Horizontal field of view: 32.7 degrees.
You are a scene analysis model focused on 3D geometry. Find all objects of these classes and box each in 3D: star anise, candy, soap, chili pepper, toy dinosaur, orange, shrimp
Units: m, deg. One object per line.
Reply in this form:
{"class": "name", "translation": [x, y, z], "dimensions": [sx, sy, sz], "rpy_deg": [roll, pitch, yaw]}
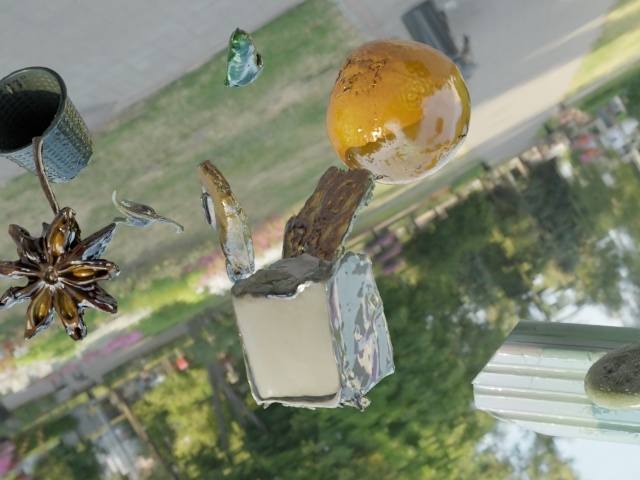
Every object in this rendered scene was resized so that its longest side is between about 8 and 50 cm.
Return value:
{"class": "star anise", "translation": [-0.310, 0.011, 1.333], "dimensions": [0.073, 0.177, 0.233], "rpy_deg": [-22, 133, -83]}
{"class": "candy", "translation": [-0.005, 0.116, 1.418], "dimensions": [0.185, 0.195, 0.137], "rpy_deg": [-7, -171, 40]}
{"class": "soap", "translation": [0.464, 0.261, 2.044], "dimensions": [0.347, 0.208, 0.115], "rpy_deg": [2, -149, 25]}
{"class": "chili pepper", "translation": [-0.169, -0.392, 2.330], "dimensions": [0.216, 0.062, 0.108], "rpy_deg": [73, 42, -78]}
{"class": "toy dinosaur", "translation": [-0.232, -0.034, 1.368], "dimensions": [0.058, 0.037, 0.180], "rpy_deg": [1, 176, 20]}
{"class": "orange", "translation": [0.128, -0.211, 1.816], "dimensions": [0.246, 0.246, 0.246], "rpy_deg": [-30, 178, -1]}
{"class": "shrimp", "translation": [-0.173, -0.036, 1.919], "dimensions": [0.058, 0.173, 0.253], "rpy_deg": [-26, 141, -17]}

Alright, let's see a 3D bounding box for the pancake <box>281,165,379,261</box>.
{"class": "pancake", "translation": [0.000, 0.000, 1.675], "dimensions": [0.212, 0.056, 0.257], "rpy_deg": [-9, -128, 56]}

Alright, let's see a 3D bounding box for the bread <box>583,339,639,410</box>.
{"class": "bread", "translation": [0.463, 0.207, 1.698], "dimensions": [0.112, 0.036, 0.193], "rpy_deg": [-14, -162, 26]}

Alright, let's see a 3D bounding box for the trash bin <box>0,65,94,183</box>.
{"class": "trash bin", "translation": [-0.475, -0.187, 1.880], "dimensions": [0.175, 0.175, 0.161], "rpy_deg": [-30, 148, 5]}
